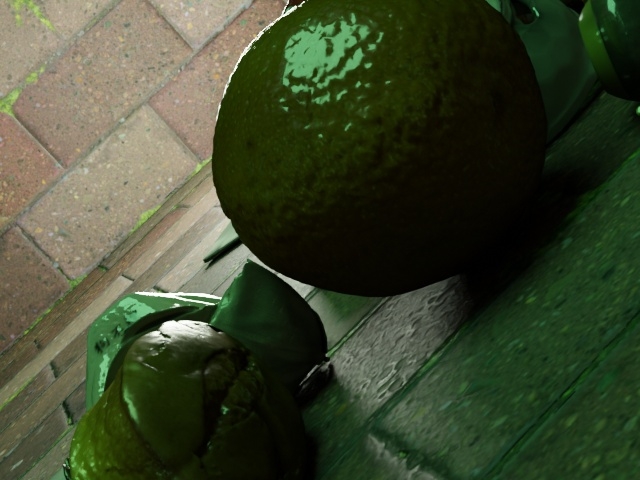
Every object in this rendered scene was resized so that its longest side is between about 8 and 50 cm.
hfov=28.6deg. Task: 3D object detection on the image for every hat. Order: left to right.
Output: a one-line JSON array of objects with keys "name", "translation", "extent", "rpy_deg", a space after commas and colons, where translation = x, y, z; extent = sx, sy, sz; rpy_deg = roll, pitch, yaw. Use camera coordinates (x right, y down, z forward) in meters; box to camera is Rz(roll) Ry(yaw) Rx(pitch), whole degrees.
[{"name": "hat", "translation": [-0.115, 0.149, 1.299], "extent": [0.226, 0.164, 0.219], "rpy_deg": [-49, -13, -32]}]

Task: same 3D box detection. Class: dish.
[{"name": "dish", "translation": [0.180, -0.209, 1.472], "extent": [0.303, 0.120, 0.303], "rpy_deg": [-25, 42, 25]}]

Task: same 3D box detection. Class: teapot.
[{"name": "teapot", "translation": [0.325, -0.190, 1.227], "extent": [0.119, 0.130, 0.165], "rpy_deg": [-21, 53, 21]}]

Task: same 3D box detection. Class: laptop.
[{"name": "laptop", "translation": [-0.112, -0.067, 2.369], "extent": [0.188, 0.015, 0.269], "rpy_deg": [-34, 15, 34]}]

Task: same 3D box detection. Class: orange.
[{"name": "orange", "translation": [0.048, -0.096, 1.258], "extent": [0.357, 0.322, 0.322], "rpy_deg": [-22, 23, 51]}]

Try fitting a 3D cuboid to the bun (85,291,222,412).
[{"name": "bun", "translation": [-0.204, 0.149, 1.551], "extent": [0.263, 0.175, 0.263], "rpy_deg": [-42, 12, 11]}]

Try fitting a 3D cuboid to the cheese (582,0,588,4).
[{"name": "cheese", "translation": [0.393, -0.344, 1.637], "extent": [0.093, 0.126, 0.171], "rpy_deg": [-42, 33, 6]}]

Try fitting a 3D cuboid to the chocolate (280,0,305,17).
[{"name": "chocolate", "translation": [0.017, -0.220, 1.897], "extent": [0.108, 0.235, 0.237], "rpy_deg": [0, 59, 55]}]

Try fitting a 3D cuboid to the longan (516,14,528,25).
[{"name": "longan", "translation": [0.189, -0.269, 1.712], "extent": [0.196, 0.196, 0.220], "rpy_deg": [-31, 13, 43]}]

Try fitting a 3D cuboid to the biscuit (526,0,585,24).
[{"name": "biscuit", "translation": [0.381, -0.430, 1.874], "extent": [0.332, 0.103, 0.332], "rpy_deg": [-41, 12, 11]}]

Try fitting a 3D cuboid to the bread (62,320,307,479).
[{"name": "bread", "translation": [-0.109, 0.175, 1.121], "extent": [0.142, 0.195, 0.269], "rpy_deg": [-48, 2, 14]}]

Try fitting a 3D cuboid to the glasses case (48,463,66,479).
[{"name": "glasses case", "translation": [-0.334, 0.342, 1.553], "extent": [0.092, 0.059, 0.233], "rpy_deg": [-32, 16, 45]}]
